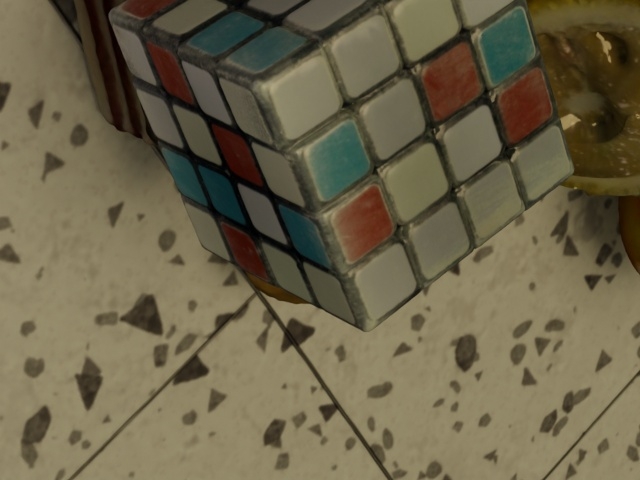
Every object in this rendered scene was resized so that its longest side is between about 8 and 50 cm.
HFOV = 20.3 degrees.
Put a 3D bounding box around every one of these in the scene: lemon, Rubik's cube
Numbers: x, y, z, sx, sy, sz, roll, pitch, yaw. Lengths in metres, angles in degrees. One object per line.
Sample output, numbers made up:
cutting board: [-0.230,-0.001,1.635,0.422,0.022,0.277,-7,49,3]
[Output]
lemon: [0.296,-0.250,1.780,0.364,0.364,0.364,-13,112,-33]
Rubik's cube: [0.019,-0.120,1.493,0.259,0.256,0.253,-37,125,-21]

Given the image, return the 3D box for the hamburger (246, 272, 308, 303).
hamburger: [0.000,0.000,1.754,0.162,0.162,0.115,-14,107,-33]

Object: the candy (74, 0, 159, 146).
candy: [-0.067,-0.232,1.638,0.320,0.135,0.179,-28,121,-25]

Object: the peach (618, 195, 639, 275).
peach: [0.474,-0.120,1.993,0.380,0.242,0.306,-53,144,-13]
